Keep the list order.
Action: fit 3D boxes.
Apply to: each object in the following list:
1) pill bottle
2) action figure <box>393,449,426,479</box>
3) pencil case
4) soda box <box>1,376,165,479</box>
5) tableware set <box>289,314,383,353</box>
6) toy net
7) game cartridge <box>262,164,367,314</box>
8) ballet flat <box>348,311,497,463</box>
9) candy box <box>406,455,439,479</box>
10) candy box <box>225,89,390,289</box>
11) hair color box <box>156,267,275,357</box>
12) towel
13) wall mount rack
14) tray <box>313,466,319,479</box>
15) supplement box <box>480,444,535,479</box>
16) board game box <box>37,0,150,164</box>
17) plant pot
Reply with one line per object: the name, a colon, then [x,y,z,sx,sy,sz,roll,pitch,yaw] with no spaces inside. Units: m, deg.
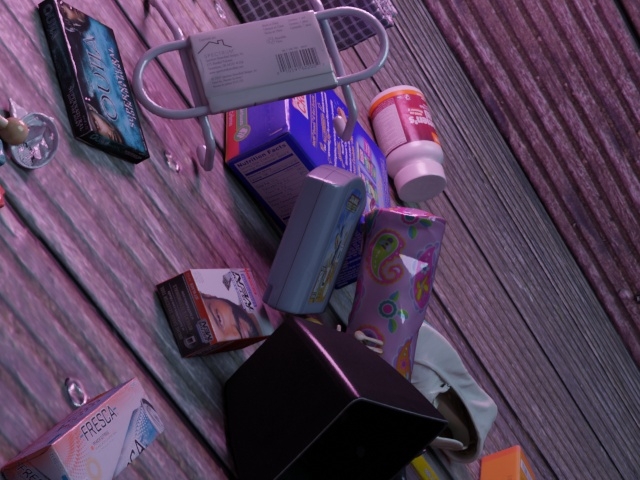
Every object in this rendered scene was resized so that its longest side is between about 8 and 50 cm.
pill bottle: [0.179,-0.194,2.521,0.121,0.121,0.221,36,33,-54]
action figure: [0.143,0.398,1.556,0.164,0.141,0.276,21,43,-66]
pencil case: [0.095,0.087,1.769,0.124,0.124,0.284,19,82,-64]
soda box: [-0.208,0.186,1.119,0.063,0.058,0.183,62,20,-5]
tableware set: [0.013,0.163,1.663,0.154,0.024,0.104,19,63,-23]
toy net: [-0.309,-0.096,1.234,0.122,0.045,0.232,65,19,3]
game cartridge: [0.000,0.000,1.657,0.062,0.198,0.297,25,1,9]
ballet flat: [0.169,0.237,1.966,0.400,0.139,0.139,46,26,-43]
candy box: [0.137,0.360,1.737,0.206,0.105,0.027,56,49,-24]
candy box: [-0.014,-0.125,1.929,0.317,0.122,0.268,51,24,-36]
hair color box: [-0.122,0.084,1.486,0.167,0.053,0.093,0,67,-68]
towel: [-0.035,-0.440,2.110,0.284,0.235,0.121,57,26,-18]
wall mount rack: [-0.097,-0.261,1.704,0.130,0.350,0.304,110,-36,-67]
tray: [0.053,0.396,1.579,0.270,0.030,0.145,57,19,-18]
supplement box: [0.320,0.451,2.138,0.080,0.078,0.233,62,19,-15]
board game box: [-0.269,-0.190,1.489,0.126,0.026,0.186,23,45,-63]
plant pot: [-0.001,0.198,1.449,0.188,0.187,0.167,23,27,-48]
